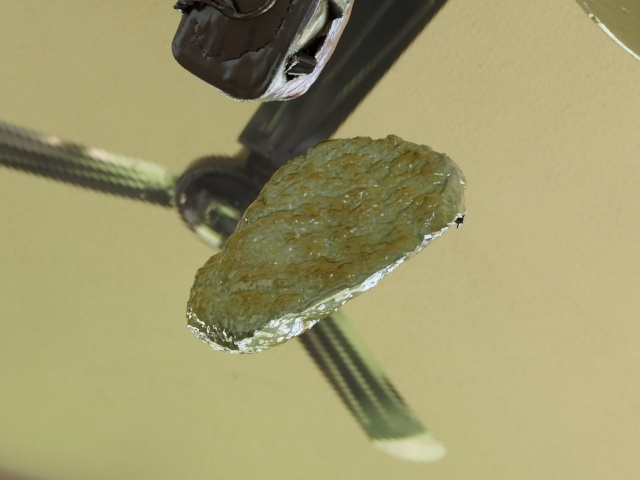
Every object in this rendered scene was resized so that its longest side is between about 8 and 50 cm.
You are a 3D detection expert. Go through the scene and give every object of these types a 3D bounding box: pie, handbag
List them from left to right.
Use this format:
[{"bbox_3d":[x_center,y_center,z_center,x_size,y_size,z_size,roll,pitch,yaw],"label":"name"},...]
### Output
[{"bbox_3d":[-0.055,-0.284,1.474,0.181,0.181,0.254,29,-78,8],"label":"handbag"},{"bbox_3d":[0.003,0.002,1.088,0.257,0.274,0.105,5,-50,56],"label":"pie"}]

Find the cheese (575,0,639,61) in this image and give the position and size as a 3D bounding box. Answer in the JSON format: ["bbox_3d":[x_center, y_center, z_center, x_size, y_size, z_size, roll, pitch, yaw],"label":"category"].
[{"bbox_3d":[0.176,-0.194,0.784,0.251,0.054,0.127,33,-29,-8],"label":"cheese"}]
